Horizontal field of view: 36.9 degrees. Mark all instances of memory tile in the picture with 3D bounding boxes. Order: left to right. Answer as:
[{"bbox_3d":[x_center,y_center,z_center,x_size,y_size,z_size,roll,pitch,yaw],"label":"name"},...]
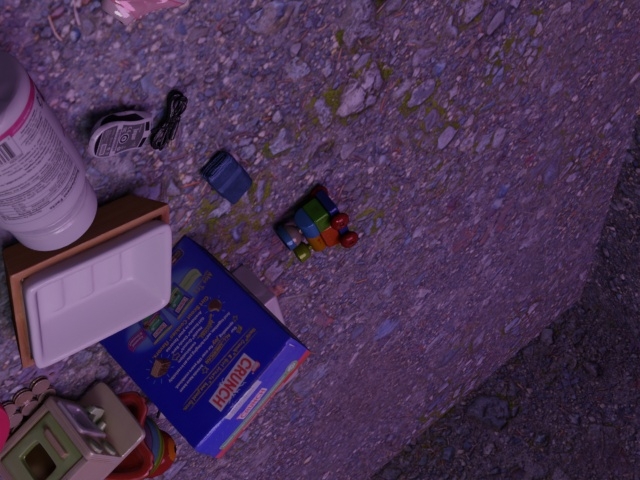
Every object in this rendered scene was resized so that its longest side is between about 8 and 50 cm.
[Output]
[{"bbox_3d":[-0.559,0.322,1.792,0.148,0.012,0.113,-37,149,-19],"label":"memory tile"}]

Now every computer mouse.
[{"bbox_3d":[-0.299,-0.180,1.521,0.193,0.042,0.106,-20,145,-50],"label":"computer mouse"}]

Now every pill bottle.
[{"bbox_3d":[-0.420,-0.112,1.312,0.160,0.160,0.283,-41,150,-14],"label":"pill bottle"}]

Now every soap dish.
[{"bbox_3d":[-0.389,0.062,1.605,0.290,0.118,0.229,-28,145,-33],"label":"soap dish"}]

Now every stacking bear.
[{"bbox_3d":[-0.391,0.436,2.016,0.164,0.176,0.289,-13,160,5],"label":"stacking bear"}]

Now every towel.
[{"bbox_3d":[-0.172,-0.117,1.776,0.067,0.029,0.119,-46,150,-3],"label":"towel"}]

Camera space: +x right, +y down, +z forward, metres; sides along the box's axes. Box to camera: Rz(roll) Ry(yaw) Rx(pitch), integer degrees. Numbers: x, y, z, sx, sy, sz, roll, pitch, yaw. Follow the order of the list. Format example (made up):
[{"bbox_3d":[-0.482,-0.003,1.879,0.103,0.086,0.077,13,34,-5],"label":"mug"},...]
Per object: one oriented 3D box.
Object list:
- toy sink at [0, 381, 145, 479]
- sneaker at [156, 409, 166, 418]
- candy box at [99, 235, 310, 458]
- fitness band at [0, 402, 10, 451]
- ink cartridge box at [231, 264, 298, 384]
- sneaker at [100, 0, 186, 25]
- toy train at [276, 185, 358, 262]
[{"bbox_3d":[-0.478,0.390,1.817,0.234,0.153,0.131,-44,158,0],"label":"toy sink"},{"bbox_3d":[-0.256,0.314,1.986,0.283,0.124,0.107,128,-23,-65],"label":"sneaker"},{"bbox_3d":[-0.219,0.196,1.788,0.268,0.317,0.122,-48,151,0],"label":"candy box"},{"bbox_3d":[-0.664,0.382,1.674,0.209,0.054,0.291,6,122,-54],"label":"fitness band"},{"bbox_3d":[-0.177,0.239,2.099,0.207,0.119,0.353,-39,149,-18],"label":"ink cartridge box"},{"bbox_3d":[-0.257,-0.341,1.375,0.134,0.051,0.070,-1,128,-49],"label":"sneaker"},{"bbox_3d":[0.000,0.000,2.086,0.143,0.105,0.248,-35,150,-3],"label":"toy train"}]
